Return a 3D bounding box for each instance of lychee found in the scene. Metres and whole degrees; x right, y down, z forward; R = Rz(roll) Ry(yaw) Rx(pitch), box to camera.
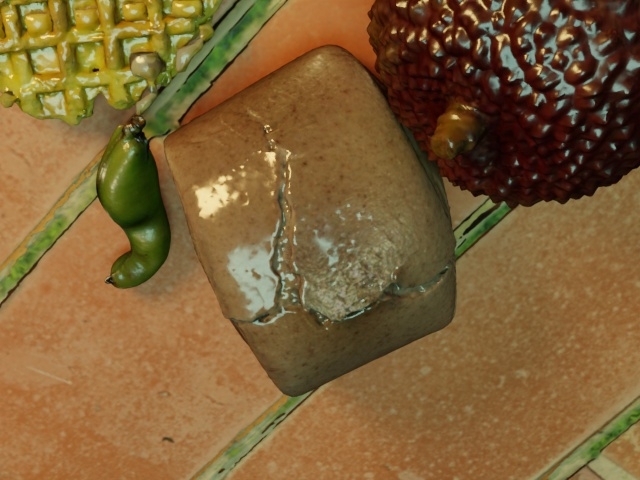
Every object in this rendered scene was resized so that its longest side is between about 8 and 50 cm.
[{"bbox_3d":[0.173,-0.164,0.846,0.304,0.276,0.276,-46,125,-29],"label":"lychee"}]

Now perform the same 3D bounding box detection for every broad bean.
[{"bbox_3d":[-0.176,-0.035,0.985,0.070,0.048,0.213,-15,137,-23],"label":"broad bean"}]

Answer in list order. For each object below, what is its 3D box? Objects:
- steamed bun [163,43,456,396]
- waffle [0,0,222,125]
[{"bbox_3d":[0.000,0.000,0.956,0.251,0.199,0.301,-22,119,5],"label":"steamed bun"},{"bbox_3d":[-0.208,-0.238,0.876,0.262,0.060,0.280,38,108,-22],"label":"waffle"}]
